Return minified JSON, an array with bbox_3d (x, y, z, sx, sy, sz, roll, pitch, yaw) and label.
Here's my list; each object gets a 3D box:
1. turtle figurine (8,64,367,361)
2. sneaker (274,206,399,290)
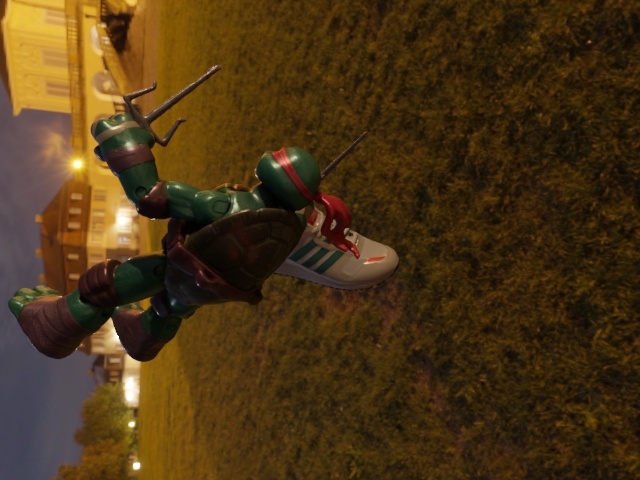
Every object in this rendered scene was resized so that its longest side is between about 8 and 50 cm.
[{"bbox_3d":[-0.076,-0.008,0.346,0.234,0.175,0.118,-40,44,13],"label":"turtle figurine"},{"bbox_3d":[0.000,0.000,0.534,0.057,0.161,0.075,-69,-16,-48],"label":"sneaker"}]
